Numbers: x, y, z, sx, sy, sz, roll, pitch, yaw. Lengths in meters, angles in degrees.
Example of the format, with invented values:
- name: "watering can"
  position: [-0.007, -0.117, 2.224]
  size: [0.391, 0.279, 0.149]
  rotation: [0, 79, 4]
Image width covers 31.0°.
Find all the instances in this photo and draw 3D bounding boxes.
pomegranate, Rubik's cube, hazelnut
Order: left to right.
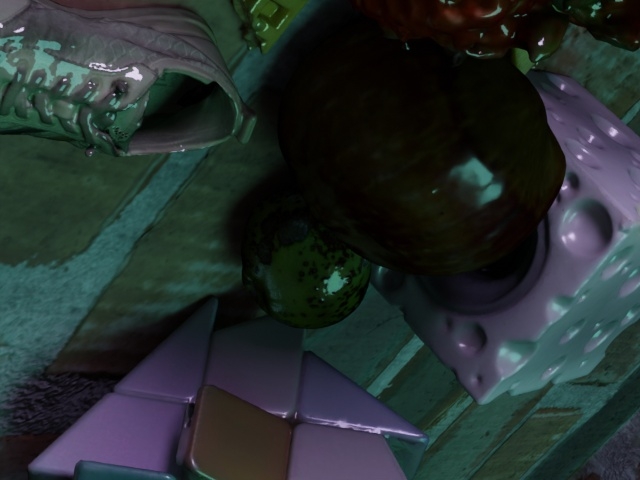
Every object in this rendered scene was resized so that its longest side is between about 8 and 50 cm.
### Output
- name: "Rubik's cube"
  position: [-0.080, 0.277, 1.130]
  size: [0.387, 0.368, 0.358]
  rotation: [10, 142, -3]
- name: "pomegranate"
  position: [-0.012, 0.002, 1.081]
  size: [0.125, 0.163, 0.138]
  rotation: [-4, 137, 13]
- name: "hazelnut"
  position: [0.079, -0.073, 0.939]
  size: [0.218, 0.234, 0.218]
  rotation: [-34, -169, 7]

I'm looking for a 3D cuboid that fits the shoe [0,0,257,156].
- name: "shoe"
  position: [-0.157, -0.101, 0.746]
  size: [0.274, 0.098, 0.103]
  rotation: [-7, 134, -45]

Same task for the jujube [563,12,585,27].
- name: "jujube"
  position: [0.264, -0.265, 1.008]
  size: [0.112, 0.109, 0.176]
  rotation: [-45, 164, -46]

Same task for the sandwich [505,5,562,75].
- name: "sandwich"
  position: [0.152, -0.216, 0.955]
  size: [0.090, 0.088, 0.244]
  rotation: [-44, 165, 0]

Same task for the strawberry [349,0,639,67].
- name: "strawberry"
  position: [0.145, -0.290, 0.680]
  size: [0.311, 0.267, 0.351]
  rotation: [-7, 124, -3]

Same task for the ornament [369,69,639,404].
- name: "ornament"
  position: [0.213, -0.012, 1.178]
  size: [0.239, 0.239, 0.240]
  rotation: [-2, 134, -51]

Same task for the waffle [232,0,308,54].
- name: "waffle"
  position: [-0.066, -0.200, 0.788]
  size: [0.125, 0.032, 0.191]
  rotation: [-48, 150, 19]
